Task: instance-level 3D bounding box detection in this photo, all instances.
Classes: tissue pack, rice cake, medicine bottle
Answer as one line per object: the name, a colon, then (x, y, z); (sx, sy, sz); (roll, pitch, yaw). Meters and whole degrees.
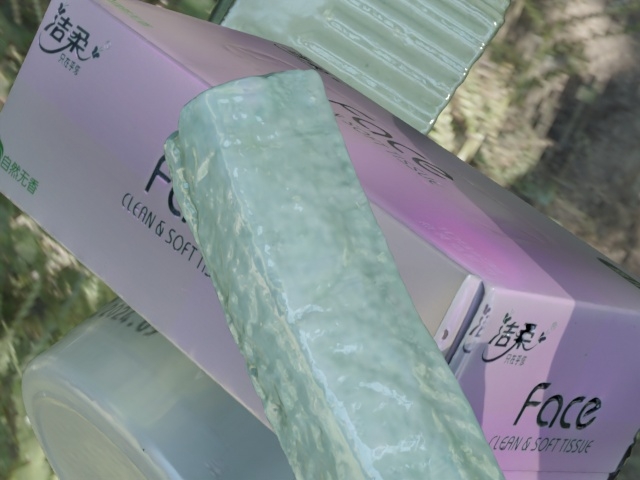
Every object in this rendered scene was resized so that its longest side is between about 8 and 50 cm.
tissue pack: (0.000, 0.000, 0.656); (0.148, 0.246, 0.092); (9, 113, -51)
rice cake: (0.026, 0.070, 0.416); (0.045, 0.042, 0.245); (-13, 72, -39)
medicine bottle: (-0.019, 0.102, 1.013); (0.232, 0.238, 0.238); (-36, 117, -24)

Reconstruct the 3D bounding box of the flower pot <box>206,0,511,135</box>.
flower pot: (0.026, -0.184, 1.340); (0.189, 0.209, 0.239); (30, 104, -9)
